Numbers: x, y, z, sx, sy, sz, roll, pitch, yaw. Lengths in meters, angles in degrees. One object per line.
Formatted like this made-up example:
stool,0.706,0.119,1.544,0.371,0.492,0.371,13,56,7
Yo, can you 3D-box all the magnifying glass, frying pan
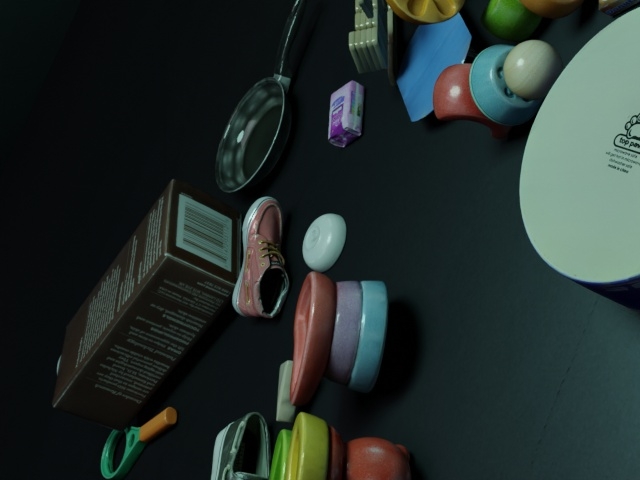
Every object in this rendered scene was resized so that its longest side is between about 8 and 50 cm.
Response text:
magnifying glass,-0.298,0.323,1.715,0.231,0.026,0.092,-36,42,42
frying pan,-0.092,-0.224,1.703,0.197,0.053,0.326,-15,57,54

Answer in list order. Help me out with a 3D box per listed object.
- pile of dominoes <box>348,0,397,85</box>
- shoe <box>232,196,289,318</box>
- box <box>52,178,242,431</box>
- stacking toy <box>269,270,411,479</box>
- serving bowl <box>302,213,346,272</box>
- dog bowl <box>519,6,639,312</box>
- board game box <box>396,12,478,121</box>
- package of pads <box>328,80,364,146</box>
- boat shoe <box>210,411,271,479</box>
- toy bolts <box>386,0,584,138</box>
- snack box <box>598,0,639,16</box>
pile of dominoes,0.062,-0.344,1.401,0.040,0.196,0.251,-7,59,15
shoe,-0.074,0.025,1.508,0.081,0.063,0.178,2,79,57
box,-0.277,0.111,1.685,0.381,0.143,0.191,-47,28,30
stacking toy,0.025,0.211,1.233,0.280,0.130,0.309,109,168,-57
serving bowl,0.000,0.000,1.433,0.083,0.027,0.083,-37,41,42
dog bowl,0.300,-0.071,0.913,0.265,0.104,0.265,-36,43,43
board game box,0.152,-0.221,1.326,0.133,0.033,0.169,-57,26,29
package of pads,0.036,-0.178,1.484,0.050,0.032,0.083,-32,45,50
boat shoe,-0.101,0.321,1.342,0.070,0.077,0.219,-42,37,40
toy bolts,0.184,-0.237,1.114,0.158,0.218,0.229,158,120,-67
snack box,0.326,-0.326,1.115,0.064,0.022,0.178,-23,53,51
